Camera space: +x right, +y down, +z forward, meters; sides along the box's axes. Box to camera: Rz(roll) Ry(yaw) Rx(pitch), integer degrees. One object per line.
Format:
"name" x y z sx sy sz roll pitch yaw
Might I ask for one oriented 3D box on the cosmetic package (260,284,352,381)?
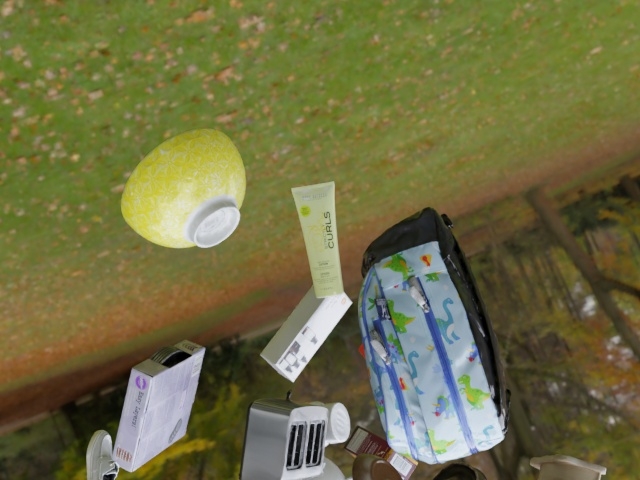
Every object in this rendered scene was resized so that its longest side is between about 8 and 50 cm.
"cosmetic package" -0.030 0.206 2.110 0.239 0.060 0.099 -53 141 -13

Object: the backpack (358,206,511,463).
"backpack" 0.179 0.174 1.444 0.273 0.356 0.290 -30 161 -2

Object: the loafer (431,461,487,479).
"loafer" 0.192 0.539 1.682 0.133 0.130 0.366 4 -143 45

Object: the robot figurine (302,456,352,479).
"robot figurine" -0.069 0.662 2.226 0.353 0.200 0.300 -43 142 20

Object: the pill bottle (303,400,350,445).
"pill bottle" -0.042 0.484 2.343 0.221 0.121 0.121 -14 180 29

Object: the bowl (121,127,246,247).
"bowl" -0.261 -0.078 1.914 0.289 0.156 0.289 -31 151 -19

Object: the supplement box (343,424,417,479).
"supplement box" 0.165 0.597 2.502 0.081 0.104 0.188 -55 -150 -14

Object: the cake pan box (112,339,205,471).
"cake pan box" -0.381 0.385 2.146 0.070 0.267 0.245 20 -162 16

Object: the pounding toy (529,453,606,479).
"pounding toy" 0.537 0.580 2.017 0.154 0.155 0.269 23 159 -7

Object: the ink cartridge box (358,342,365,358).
"ink cartridge box" 0.142 0.191 1.895 0.045 0.145 0.179 27 104 -34

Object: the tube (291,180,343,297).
"tube" 0.000 0.000 1.905 0.070 0.240 0.062 -10 -177 -35

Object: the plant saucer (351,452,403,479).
"plant saucer" 0.151 0.578 2.087 0.036 0.199 0.198 -35 170 24

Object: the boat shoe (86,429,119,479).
"boat shoe" -0.451 0.485 1.877 0.063 0.184 0.066 -12 145 22

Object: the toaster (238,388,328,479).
"toaster" -0.073 0.399 1.818 0.110 0.186 0.168 4 173 29
